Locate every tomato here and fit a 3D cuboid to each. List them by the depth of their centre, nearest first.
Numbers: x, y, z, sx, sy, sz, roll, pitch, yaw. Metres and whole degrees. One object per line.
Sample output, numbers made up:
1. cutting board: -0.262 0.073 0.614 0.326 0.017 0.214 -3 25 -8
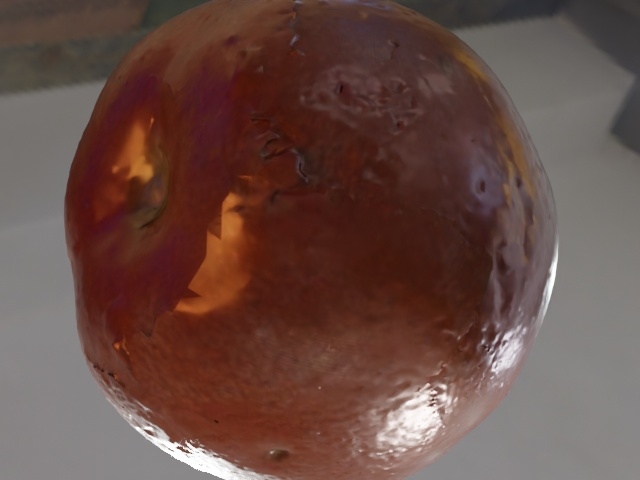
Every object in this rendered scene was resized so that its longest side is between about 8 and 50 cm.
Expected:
1. tomato: 0.000 0.000 0.680 0.184 0.208 0.208 18 -151 -37
